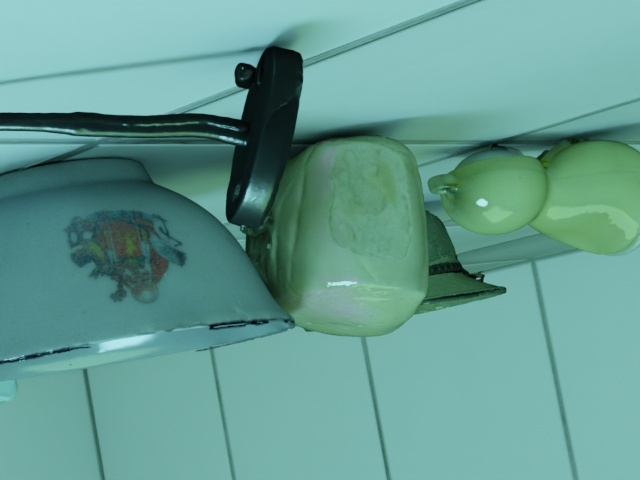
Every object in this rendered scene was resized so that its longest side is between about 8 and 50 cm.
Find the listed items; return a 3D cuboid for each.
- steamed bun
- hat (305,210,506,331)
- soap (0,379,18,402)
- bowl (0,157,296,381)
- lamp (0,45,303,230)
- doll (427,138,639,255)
[{"bbox_3d":[0.000,0.000,1.394,0.152,0.170,0.238,0,170,-14],"label":"steamed bun"},{"bbox_3d":[0.094,0.028,1.972,0.257,0.130,0.257,-10,175,-1],"label":"hat"},{"bbox_3d":[-0.443,0.125,1.825,0.160,0.087,0.265,38,152,-20],"label":"soap"},{"bbox_3d":[-0.200,0.024,1.293,0.345,0.157,0.345,-10,173,-1],"label":"bowl"},{"bbox_3d":[-0.187,-0.039,0.943,0.371,0.108,0.130,-8,171,-15],"label":"lamp"},{"bbox_3d":[0.234,-0.054,1.606,0.296,0.117,0.141,10,162,-30],"label":"doll"}]
